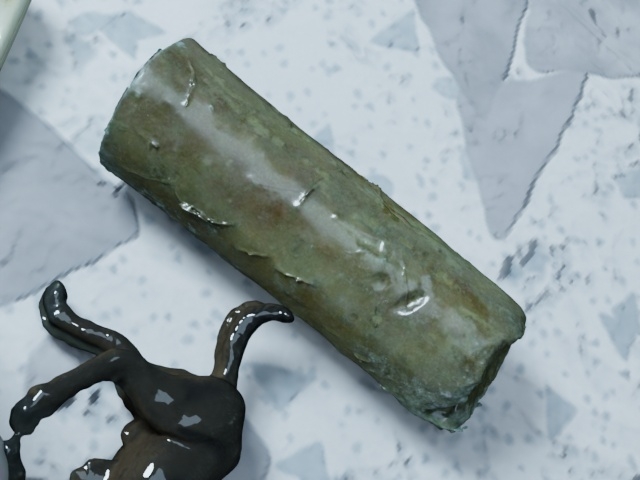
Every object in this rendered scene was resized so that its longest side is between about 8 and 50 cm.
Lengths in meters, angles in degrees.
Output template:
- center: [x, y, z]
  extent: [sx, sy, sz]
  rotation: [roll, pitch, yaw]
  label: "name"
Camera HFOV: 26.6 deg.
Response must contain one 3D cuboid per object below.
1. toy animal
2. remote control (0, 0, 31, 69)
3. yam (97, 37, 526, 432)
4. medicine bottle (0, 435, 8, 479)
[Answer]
- center: [-0.101, 0.122, 0.691]
  extent: [0.148, 0.084, 0.232]
  rotation: [30, 67, -18]
  label: "toy animal"
- center: [-0.233, -0.069, 0.726]
  extent: [0.090, 0.049, 0.230]
  rotation: [25, 72, -5]
  label: "remote control"
- center: [0.000, 0.000, 0.748]
  extent: [0.259, 0.093, 0.093]
  rotation: [39, 65, 0]
  label: "yam"
- center: [-0.246, 0.123, 0.547]
  extent: [0.241, 0.241, 0.301]
  rotation: [-21, 88, -22]
  label: "medicine bottle"
